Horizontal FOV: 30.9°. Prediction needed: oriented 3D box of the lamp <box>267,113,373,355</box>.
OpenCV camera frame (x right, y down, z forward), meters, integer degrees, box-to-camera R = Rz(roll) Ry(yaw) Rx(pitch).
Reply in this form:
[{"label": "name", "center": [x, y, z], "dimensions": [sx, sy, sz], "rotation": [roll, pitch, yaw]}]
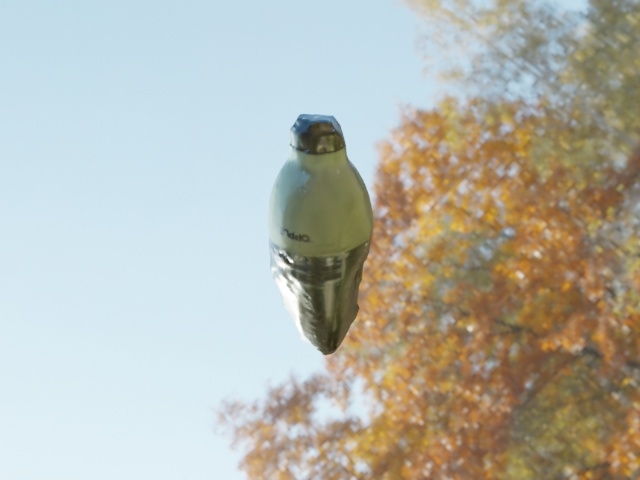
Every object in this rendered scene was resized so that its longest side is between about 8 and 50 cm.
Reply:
[{"label": "lamp", "center": [0.000, 0.000, 1.067], "dimensions": [0.101, 0.101, 0.250], "rotation": [-21, -57, -34]}]
